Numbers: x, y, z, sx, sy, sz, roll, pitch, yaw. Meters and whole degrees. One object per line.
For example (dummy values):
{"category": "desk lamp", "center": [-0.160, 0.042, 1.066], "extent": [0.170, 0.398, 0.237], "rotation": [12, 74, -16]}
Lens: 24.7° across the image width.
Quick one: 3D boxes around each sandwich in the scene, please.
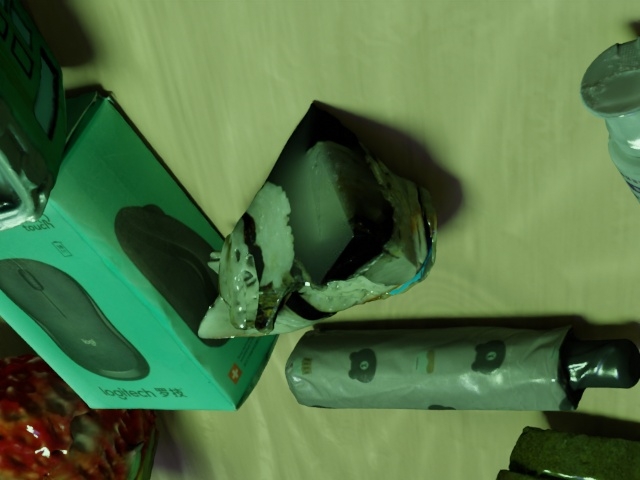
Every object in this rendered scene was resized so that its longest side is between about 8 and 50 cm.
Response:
{"category": "sandwich", "center": [0.255, 0.238, 1.329], "extent": [0.185, 0.109, 0.160], "rotation": [14, 164, 14]}

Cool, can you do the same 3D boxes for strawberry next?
{"category": "strawberry", "center": [-0.327, 0.249, 1.542], "extent": [0.310, 0.291, 0.291], "rotation": [13, 147, -7]}

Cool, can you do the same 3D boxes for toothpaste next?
{"category": "toothpaste", "center": [0.269, -0.020, 1.002], "extent": [0.114, 0.073, 0.299], "rotation": [-4, 143, 38]}

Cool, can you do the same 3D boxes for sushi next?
{"category": "sushi", "center": [-0.001, 0.020, 1.196], "extent": [0.109, 0.134, 0.273], "rotation": [6, 144, -27]}

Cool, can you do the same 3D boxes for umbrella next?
{"category": "umbrella", "center": [0.116, 0.109, 1.263], "extent": [0.337, 0.073, 0.067], "rotation": [-4, 137, 37]}

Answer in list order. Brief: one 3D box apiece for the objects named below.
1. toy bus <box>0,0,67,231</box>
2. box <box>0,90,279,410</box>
{"category": "toy bus", "center": [-0.331, -0.165, 1.076], "extent": [0.184, 0.199, 0.343], "rotation": [-12, 133, 17]}
{"category": "box", "center": [-0.203, 0.023, 1.322], "extent": [0.205, 0.118, 0.311], "rotation": [-5, 135, 36]}
